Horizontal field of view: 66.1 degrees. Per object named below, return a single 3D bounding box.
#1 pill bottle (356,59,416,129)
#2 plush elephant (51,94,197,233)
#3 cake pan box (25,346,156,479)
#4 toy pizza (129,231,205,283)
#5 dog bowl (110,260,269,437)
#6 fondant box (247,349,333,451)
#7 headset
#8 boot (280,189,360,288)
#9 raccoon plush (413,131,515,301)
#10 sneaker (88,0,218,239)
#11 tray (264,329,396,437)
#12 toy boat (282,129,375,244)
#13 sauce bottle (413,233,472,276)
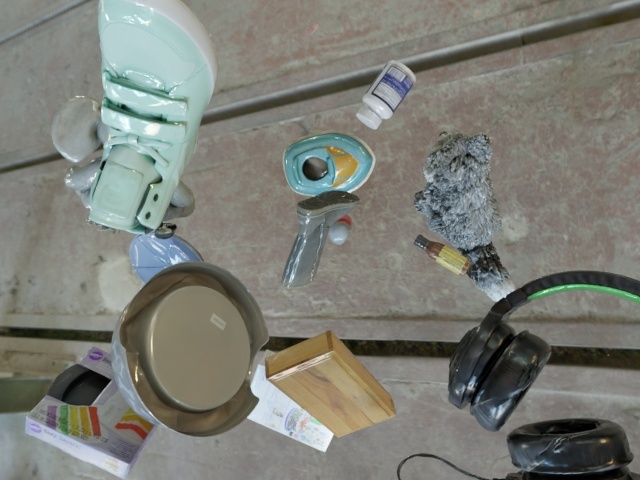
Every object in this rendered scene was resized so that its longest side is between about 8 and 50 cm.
[{"bbox_3d":[0.172,-0.388,1.322,0.094,0.094,0.169,37,92,31],"label":"pill bottle"},{"bbox_3d":[-0.387,-0.172,1.012,0.271,0.330,0.256,11,101,-11],"label":"plush elephant"},{"bbox_3d":[-0.516,0.399,1.183,0.266,0.246,0.070,25,119,2],"label":"cake pan box"},{"bbox_3d":[-0.354,0.055,1.161,0.201,0.201,0.032,-17,27,26],"label":"toy pizza"},{"bbox_3d":[-0.262,0.221,1.011,0.102,0.348,0.349,-22,68,36],"label":"dog bowl"},{"bbox_3d":[-0.085,0.556,1.703,0.330,0.096,0.238,23,113,4],"label":"fondant box"},{"bbox_3d":[0.228,0.201,0.542,0.394,0.185,0.243,-43,64,18],"label":"headset"},{"bbox_3d":[-0.001,-0.001,1.113,0.076,0.189,0.209,34,129,41],"label":"boot"},{"bbox_3d":[0.420,-0.081,1.267,0.216,0.299,0.446,-36,74,-4],"label":"raccoon plush"},{"bbox_3d":[-0.158,-0.090,0.440,0.094,0.256,0.151,16,67,-6],"label":"sneaker"},{"bbox_3d":[0.040,0.421,1.390,0.202,0.411,0.076,-26,39,14],"label":"tray"},{"bbox_3d":[0.036,-0.152,1.405,0.267,0.148,0.318,-9,109,14],"label":"toy boat"},{"bbox_3d":[0.262,0.029,1.061,0.128,0.042,0.042,35,97,16],"label":"sauce bottle"}]
